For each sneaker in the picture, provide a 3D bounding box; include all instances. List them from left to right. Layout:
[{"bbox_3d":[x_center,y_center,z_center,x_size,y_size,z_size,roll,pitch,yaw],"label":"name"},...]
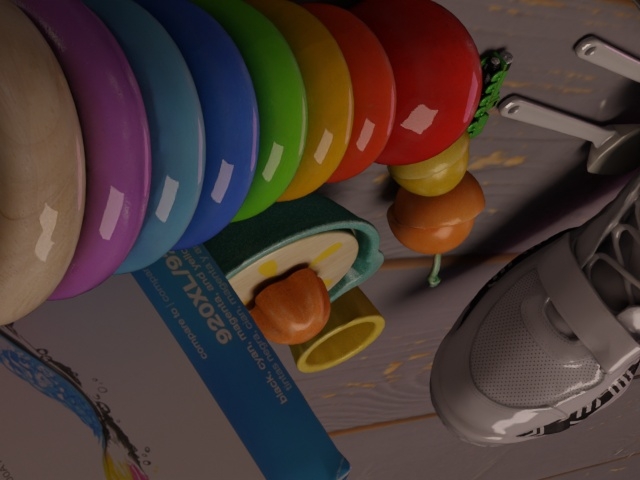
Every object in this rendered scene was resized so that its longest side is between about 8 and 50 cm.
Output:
[{"bbox_3d":[0.232,0.011,1.144,0.366,0.137,0.210,-34,162,-5],"label":"sneaker"}]

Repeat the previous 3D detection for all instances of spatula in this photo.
[{"bbox_3d":[0.226,-0.110,1.075,0.168,0.019,0.242,-40,156,25],"label":"spatula"}]

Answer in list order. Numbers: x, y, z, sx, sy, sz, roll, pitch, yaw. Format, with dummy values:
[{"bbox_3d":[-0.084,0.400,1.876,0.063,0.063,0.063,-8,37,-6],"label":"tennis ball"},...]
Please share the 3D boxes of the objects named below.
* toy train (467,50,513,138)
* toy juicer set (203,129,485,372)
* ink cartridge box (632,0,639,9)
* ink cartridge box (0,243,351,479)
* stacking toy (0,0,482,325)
[{"bbox_3d":[0.102,-0.090,0.966,0.024,0.017,0.083,-30,160,-28],"label":"toy train"},{"bbox_3d":[0.000,0.000,0.932,0.209,0.089,0.329,-37,156,18],"label":"toy juicer set"},{"bbox_3d":[0.260,-0.159,0.927,0.127,0.072,0.175,-42,154,14],"label":"ink cartridge box"},{"bbox_3d":[-0.146,0.121,0.736,0.233,0.168,0.171,-29,174,-45],"label":"ink cartridge box"},{"bbox_3d":[-0.041,-0.058,0.715,0.330,0.141,0.141,-13,152,-44],"label":"stacking toy"}]
